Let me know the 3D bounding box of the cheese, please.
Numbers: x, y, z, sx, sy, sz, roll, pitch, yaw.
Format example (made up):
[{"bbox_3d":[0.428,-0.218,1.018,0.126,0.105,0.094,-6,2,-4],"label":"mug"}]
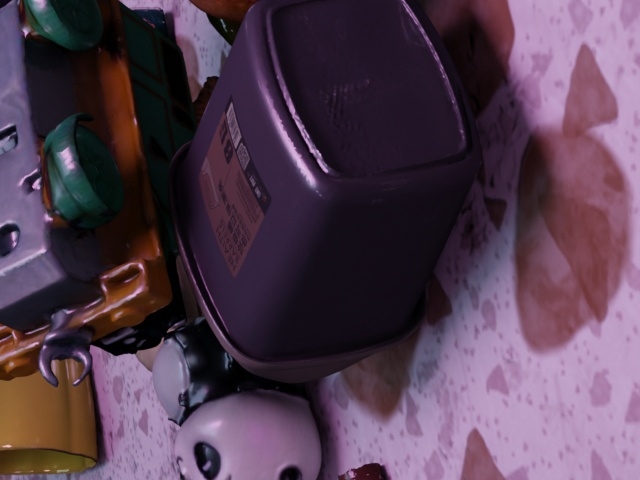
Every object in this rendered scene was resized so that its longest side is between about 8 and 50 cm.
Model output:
[{"bbox_3d":[-0.151,0.063,1.651,0.227,0.064,0.137,164,91,-77],"label":"cheese"}]

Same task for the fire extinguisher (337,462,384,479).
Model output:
[{"bbox_3d":[0.047,0.249,1.388,0.056,0.039,0.132,63,-169,-72],"label":"fire extinguisher"}]

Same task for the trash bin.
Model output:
[{"bbox_3d":[-0.002,-0.035,1.254,0.290,0.182,0.209,115,141,-56],"label":"trash bin"}]

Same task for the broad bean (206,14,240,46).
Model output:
[{"bbox_3d":[-0.113,-0.244,1.603,0.227,0.039,0.069,45,127,52],"label":"broad bean"}]

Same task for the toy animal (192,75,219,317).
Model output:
[{"bbox_3d":[-0.106,-0.015,1.551,0.116,0.114,0.255,-133,43,-53],"label":"toy animal"}]

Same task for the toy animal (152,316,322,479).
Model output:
[{"bbox_3d":[-0.070,0.152,1.487,0.166,0.138,0.179,114,149,-69],"label":"toy animal"}]

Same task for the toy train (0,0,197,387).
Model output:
[{"bbox_3d":[-0.202,-0.066,1.377,0.178,0.249,0.429,-25,60,22],"label":"toy train"}]

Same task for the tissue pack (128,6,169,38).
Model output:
[{"bbox_3d":[-0.195,-0.144,1.721,0.103,0.090,0.170,-8,90,63],"label":"tissue pack"}]

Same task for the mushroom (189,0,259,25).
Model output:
[{"bbox_3d":[-0.065,-0.214,1.208,0.135,0.080,0.170,31,149,20],"label":"mushroom"}]

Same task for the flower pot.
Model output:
[{"bbox_3d":[-0.354,0.175,2.004,0.195,0.195,0.179,150,124,-60],"label":"flower pot"}]
